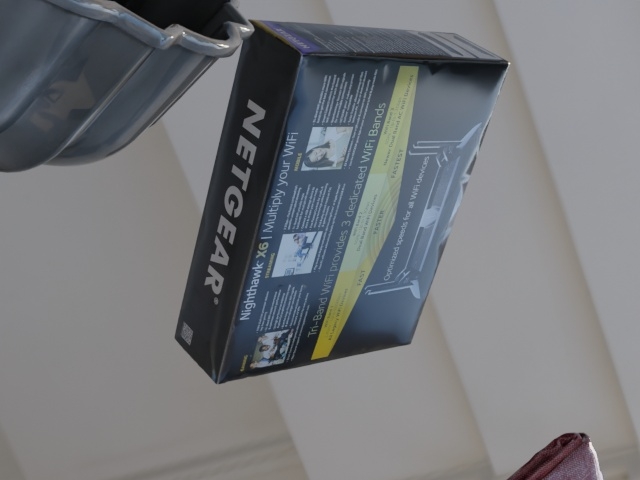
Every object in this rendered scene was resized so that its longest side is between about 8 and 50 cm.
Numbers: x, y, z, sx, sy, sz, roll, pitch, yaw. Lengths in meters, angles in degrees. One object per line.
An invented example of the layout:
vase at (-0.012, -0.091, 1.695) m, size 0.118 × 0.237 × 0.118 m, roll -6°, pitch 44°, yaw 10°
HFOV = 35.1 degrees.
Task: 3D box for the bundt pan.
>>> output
bundt pan at (-0.204, -0.155, 0.522) m, size 0.124 × 0.331 × 0.331 m, roll -51°, pitch -174°, yaw 18°

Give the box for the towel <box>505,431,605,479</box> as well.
towel at (0.137, 0.307, 0.567) m, size 0.237 × 0.329 × 0.037 m, roll -26°, pitch -173°, yaw -39°

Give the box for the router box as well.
router box at (0.017, -0.034, 0.910) m, size 0.243 × 0.309 × 0.081 m, roll -6°, pitch -147°, yaw -40°
